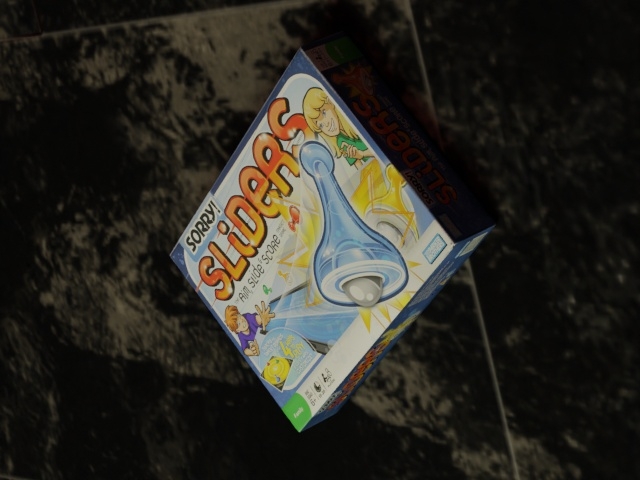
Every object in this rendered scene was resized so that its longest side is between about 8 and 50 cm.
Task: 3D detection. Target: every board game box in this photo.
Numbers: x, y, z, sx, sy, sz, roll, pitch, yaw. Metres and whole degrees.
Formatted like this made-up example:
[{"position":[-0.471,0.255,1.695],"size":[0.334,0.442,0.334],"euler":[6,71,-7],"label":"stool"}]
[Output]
[{"position":[0.000,0.000,1.010],"size":[0.136,0.035,0.201],"euler":[53,139,16],"label":"board game box"}]
